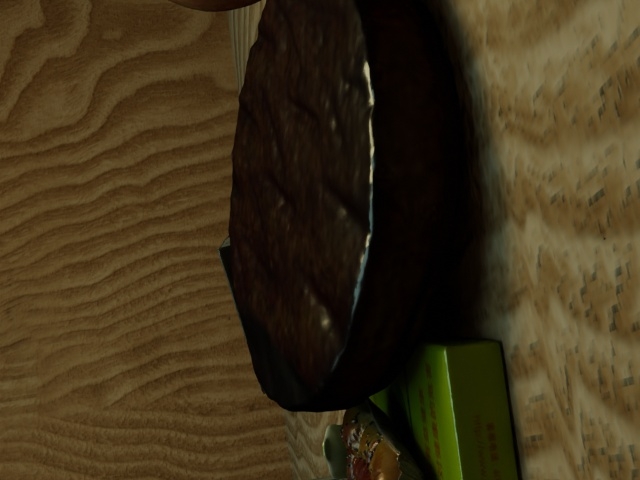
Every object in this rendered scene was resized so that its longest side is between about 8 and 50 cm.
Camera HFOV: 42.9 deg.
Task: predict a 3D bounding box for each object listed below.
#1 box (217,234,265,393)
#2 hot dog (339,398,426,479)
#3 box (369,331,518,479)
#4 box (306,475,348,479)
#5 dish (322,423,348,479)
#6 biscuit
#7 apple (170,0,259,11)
[{"bbox_3d":[-0.073,0.062,1.089,0.325,0.047,0.180,-85,-21,-81],"label":"box"},{"bbox_3d":[0.049,0.202,0.677,0.191,0.059,0.108,-129,37,-79],"label":"hot dog"},{"bbox_3d":[0.091,0.174,0.714,0.335,0.047,0.187,151,112,-80],"label":"box"},{"bbox_3d":[-0.004,0.365,0.979,0.299,0.200,0.106,135,126,-79],"label":"box"},{"bbox_3d":[0.055,0.231,0.905,0.137,0.039,0.091,17,-116,-55],"label":"dish"},{"bbox_3d":[0.004,-0.048,0.737,0.407,0.091,0.407,180,90,-70],"label":"biscuit"},{"bbox_3d":[-0.169,-0.483,1.134,0.345,0.269,0.345,172,90,-76],"label":"apple"}]
